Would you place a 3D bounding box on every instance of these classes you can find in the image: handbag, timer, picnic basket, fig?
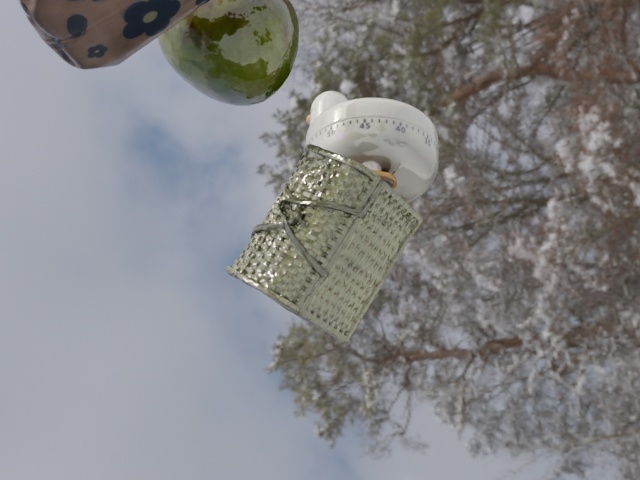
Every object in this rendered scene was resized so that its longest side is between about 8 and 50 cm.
[{"bbox_3d":[-0.186,-0.312,0.771,0.193,0.251,0.190,57,-179,18],"label":"handbag"},{"bbox_3d":[0.085,-0.164,1.430,0.233,0.233,0.240,28,-127,-40],"label":"timer"},{"bbox_3d":[0.000,0.000,1.044,0.196,0.134,0.154,-57,-41,-5],"label":"picnic basket"},{"bbox_3d":[-0.116,-0.260,1.088,0.191,0.180,0.181,74,-156,-51],"label":"fig"}]
